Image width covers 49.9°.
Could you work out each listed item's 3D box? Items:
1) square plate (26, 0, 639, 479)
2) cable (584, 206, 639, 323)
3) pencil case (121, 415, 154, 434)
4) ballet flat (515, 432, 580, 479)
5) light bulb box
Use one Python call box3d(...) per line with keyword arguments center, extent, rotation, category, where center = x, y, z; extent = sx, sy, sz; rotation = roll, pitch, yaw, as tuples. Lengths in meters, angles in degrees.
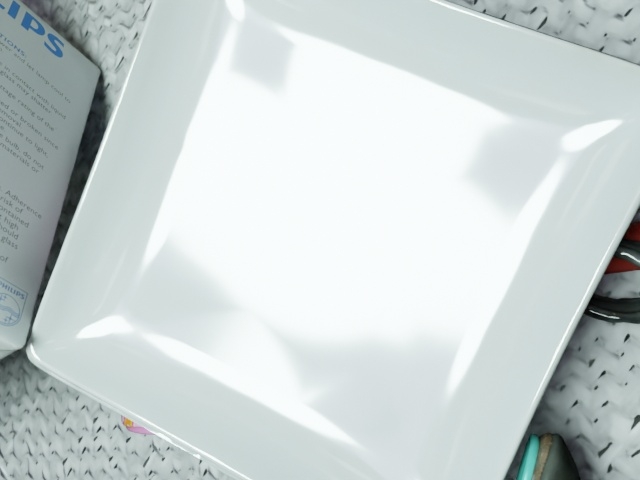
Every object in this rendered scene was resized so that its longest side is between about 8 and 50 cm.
box3d(center=(0.000, 0.000, 0.466), extent=(0.343, 0.049, 0.347), rotation=(25, 98, 13), category="square plate")
box3d(center=(0.141, 0.002, 0.514), extent=(0.287, 0.072, 0.140), rotation=(-16, 96, 38), category="cable")
box3d(center=(-0.111, 0.019, 0.589), extent=(0.124, 0.124, 0.284), rotation=(-3, 83, 27), category="pencil case")
box3d(center=(0.145, 0.265, 0.462), extent=(0.096, 0.095, 0.281), rotation=(19, 105, 17), category="ballet flat")
box3d(center=(-0.423, -0.035, 0.615), extent=(0.357, 0.225, 0.361), rotation=(-27, 43, 23), category="light bulb box")
